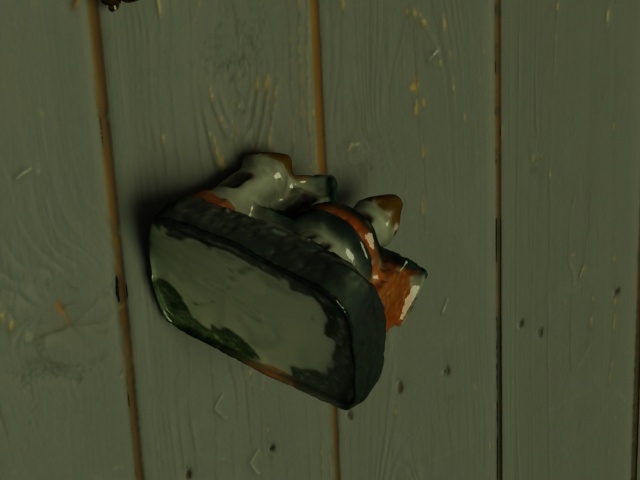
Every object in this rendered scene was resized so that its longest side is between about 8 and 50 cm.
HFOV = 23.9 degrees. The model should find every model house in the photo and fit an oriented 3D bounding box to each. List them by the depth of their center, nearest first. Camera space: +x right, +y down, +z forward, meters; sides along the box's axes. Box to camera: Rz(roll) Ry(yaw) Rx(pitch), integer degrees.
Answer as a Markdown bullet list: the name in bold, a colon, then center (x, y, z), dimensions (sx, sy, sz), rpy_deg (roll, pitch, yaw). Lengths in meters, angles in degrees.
- **model house**: center (0.000, 0.000, 1.658), dimensions (0.301, 0.271, 0.190), rpy_deg (-43, 144, -40)

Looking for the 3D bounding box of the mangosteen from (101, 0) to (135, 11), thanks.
- **mangosteen**: center (-0.196, -0.275, 1.504), dimensions (0.081, 0.081, 0.081), rpy_deg (-14, 114, -36)
